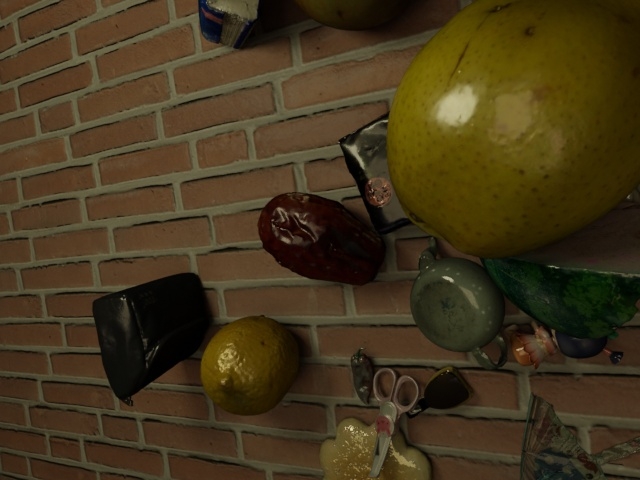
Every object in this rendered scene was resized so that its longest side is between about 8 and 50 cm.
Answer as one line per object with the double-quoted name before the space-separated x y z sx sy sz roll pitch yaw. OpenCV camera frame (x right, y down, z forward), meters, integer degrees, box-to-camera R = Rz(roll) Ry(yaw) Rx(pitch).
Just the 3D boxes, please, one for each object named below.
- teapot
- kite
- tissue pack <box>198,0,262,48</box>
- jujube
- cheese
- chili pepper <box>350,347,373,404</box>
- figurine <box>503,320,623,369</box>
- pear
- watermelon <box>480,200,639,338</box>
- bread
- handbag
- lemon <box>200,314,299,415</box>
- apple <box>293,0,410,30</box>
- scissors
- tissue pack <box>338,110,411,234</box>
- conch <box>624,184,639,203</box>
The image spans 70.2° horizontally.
"teapot" 0.282 0.128 0.934 0.294 0.129 0.193 57 133 14
"kite" 0.535 0.458 0.929 0.314 0.011 0.335 -41 79 22
"tissue pack" -0.207 -0.564 1.011 0.137 0.270 0.209 2 101 -18
"jujube" 0.000 0.000 1.027 0.290 0.197 0.197 24 105 3
"cheese" 0.257 0.356 1.030 0.162 0.036 0.086 -42 80 22
"chili pepper" 0.101 0.322 1.095 0.050 0.041 0.153 7 116 44
"figurine" 0.468 0.194 0.883 0.195 0.102 0.111 -28 106 21
"pear" 0.284 -0.173 0.659 0.362 0.362 0.418 38 102 16
"watermelon" 0.407 0.064 0.774 0.319 0.292 0.222 -2 118 40
"bread" 0.130 0.581 1.104 0.316 0.054 0.316 3 98 25
"handbag" -0.410 0.240 1.182 0.178 0.302 0.275 -14 92 18
"lemon" -0.172 0.302 1.101 0.228 0.253 0.228 11 113 26
"apple" 0.048 -0.588 0.877 0.339 0.305 0.338 3 97 25
"scissors" 0.154 0.421 1.044 0.118 0.030 0.242 9 81 40
"tissue pack" 0.222 -0.177 0.942 0.332 0.123 0.245 -23 88 24
"conch" 0.631 -0.081 0.787 0.255 0.127 0.158 4 67 3
